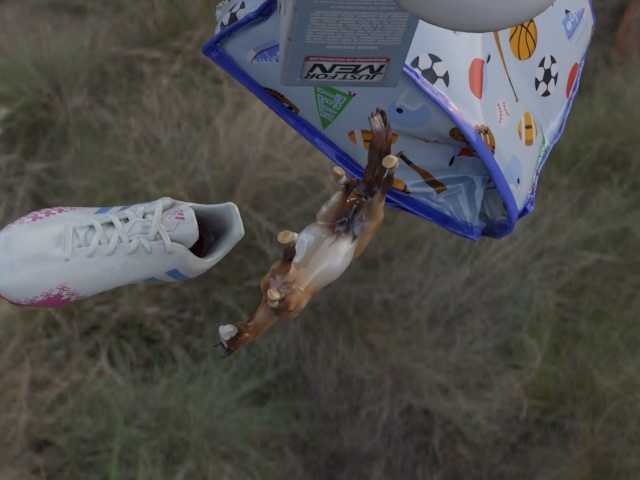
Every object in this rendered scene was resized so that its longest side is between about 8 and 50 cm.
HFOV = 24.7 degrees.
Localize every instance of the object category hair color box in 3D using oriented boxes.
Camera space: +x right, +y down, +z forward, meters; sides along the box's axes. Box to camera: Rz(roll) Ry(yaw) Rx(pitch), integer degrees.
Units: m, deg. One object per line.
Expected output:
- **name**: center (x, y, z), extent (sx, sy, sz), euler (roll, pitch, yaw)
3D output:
- **hair color box**: center (0.033, -0.296, 1.186), extent (0.114, 0.374, 0.185), euler (0, 66, -8)

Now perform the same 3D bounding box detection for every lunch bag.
- **lunch bag**: center (0.114, -0.226, 1.592), extent (0.385, 0.239, 0.327), euler (37, 58, -20)

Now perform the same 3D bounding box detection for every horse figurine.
- **horse figurine**: center (0.000, 0.000, 1.399), extent (0.066, 0.174, 0.263), euler (36, 72, 10)

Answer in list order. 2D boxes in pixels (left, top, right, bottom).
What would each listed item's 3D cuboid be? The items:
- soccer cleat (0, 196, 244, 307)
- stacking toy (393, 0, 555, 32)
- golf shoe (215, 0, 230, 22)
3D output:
- **soccer cleat**: center (-0.230, -0.003, 1.687), extent (0.331, 0.143, 0.116), euler (-9, 77, -48)
- **stacking toy**: center (-0.058, -0.236, 0.761), extent (0.480, 0.350, 0.350), euler (28, 36, -28)
- **golf shoe**: center (-0.043, -0.227, 1.702), extent (0.176, 0.086, 0.069), euler (12, 40, -16)
